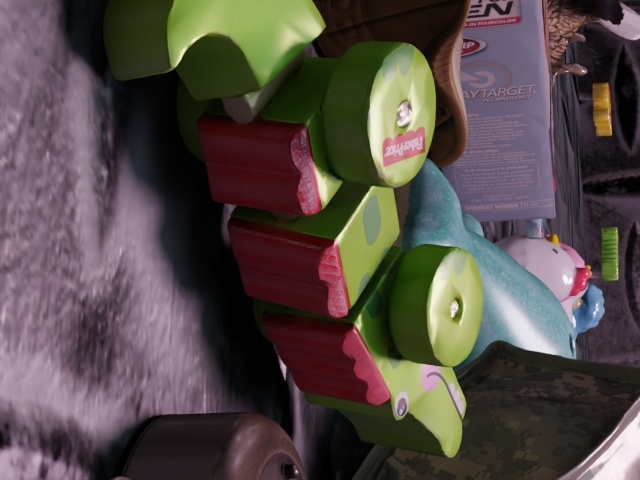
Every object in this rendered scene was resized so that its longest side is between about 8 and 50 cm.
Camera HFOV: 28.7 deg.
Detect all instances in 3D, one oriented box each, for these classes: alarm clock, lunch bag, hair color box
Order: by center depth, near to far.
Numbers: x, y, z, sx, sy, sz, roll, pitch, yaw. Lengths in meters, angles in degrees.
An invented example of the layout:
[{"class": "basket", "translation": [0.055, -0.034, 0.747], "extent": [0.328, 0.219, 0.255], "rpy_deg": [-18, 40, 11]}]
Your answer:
[{"class": "alarm clock", "translation": [-0.047, 0.133, 0.525], "extent": [0.192, 0.064, 0.129], "rpy_deg": [45, 43, -62]}, {"class": "lunch bag", "translation": [0.105, 0.237, 0.818], "extent": [0.287, 0.169, 0.235], "rpy_deg": [-32, 119, -43]}, {"class": "hair color box", "translation": [0.159, -0.190, 1.179], "extent": [0.374, 0.113, 0.185], "rpy_deg": [67, 23, -58]}]

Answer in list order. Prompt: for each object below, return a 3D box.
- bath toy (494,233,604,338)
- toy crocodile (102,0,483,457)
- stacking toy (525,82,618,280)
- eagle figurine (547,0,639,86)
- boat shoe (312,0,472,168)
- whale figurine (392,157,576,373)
[{"class": "bath toy", "translation": [0.292, 0.062, 1.604], "extent": [0.348, 0.129, 0.151], "rpy_deg": [37, 51, -69]}, {"class": "toy crocodile", "translation": [0.000, 0.000, 0.626], "extent": [0.105, 0.115, 0.341], "rpy_deg": [-56, 141, -35]}, {"class": "stacking toy", "translation": [0.237, -0.062, 1.368], "extent": [0.052, 0.167, 0.221], "rpy_deg": [47, 42, -65]}, {"class": "eagle figurine", "translation": [0.231, -0.286, 1.378], "extent": [0.225, 0.226, 0.298], "rpy_deg": [-58, 152, -30]}, {"class": "boat shoe", "translation": [0.053, -0.167, 0.873], "extent": [0.302, 0.109, 0.098], "rpy_deg": [71, 15, -57]}, {"class": "whale figurine", "translation": [0.123, 0.056, 0.985], "extent": [0.272, 0.141, 0.216], "rpy_deg": [70, 23, -43]}]
